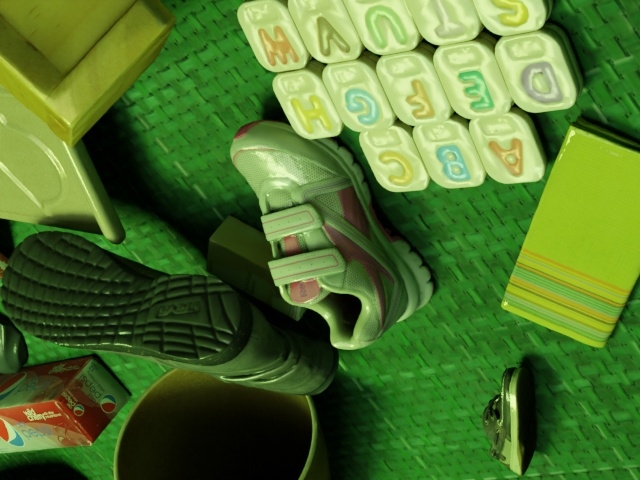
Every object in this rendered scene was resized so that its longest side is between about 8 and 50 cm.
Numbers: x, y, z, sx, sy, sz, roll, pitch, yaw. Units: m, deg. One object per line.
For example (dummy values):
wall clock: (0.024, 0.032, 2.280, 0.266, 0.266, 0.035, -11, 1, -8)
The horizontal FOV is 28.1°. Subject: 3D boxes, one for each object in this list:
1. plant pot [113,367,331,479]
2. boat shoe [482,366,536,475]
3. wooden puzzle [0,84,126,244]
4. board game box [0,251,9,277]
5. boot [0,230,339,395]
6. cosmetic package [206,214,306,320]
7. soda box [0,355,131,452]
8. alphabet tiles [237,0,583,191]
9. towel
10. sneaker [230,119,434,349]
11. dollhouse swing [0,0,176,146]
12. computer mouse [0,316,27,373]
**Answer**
plant pot: (-0.083, 0.292, 1.494, 0.237, 0.237, 0.254, 14, 150, 28)
boat shoe: (0.184, 0.180, 1.274, 0.049, 0.056, 0.152, 12, 137, 22)
wooden puzzle: (-0.365, -0.159, 1.349, 0.347, 0.080, 0.322, 13, 137, 36)
board game box: (-0.513, -0.044, 1.574, 0.281, 0.027, 0.145, 30, 168, 10)
boot: (-0.166, 0.096, 1.372, 0.338, 0.118, 0.222, 17, 170, 32)
cosmetic package: (-0.059, 0.028, 1.322, 0.115, 0.041, 0.060, 27, 142, 13)
soda box: (-0.380, 0.227, 1.749, 0.263, 0.092, 0.083, -15, 118, 47)
alphabet tiles: (0.065, -0.155, 1.035, 0.284, 0.021, 0.278, -3, 126, 38)
towel: (0.227, 0.000, 1.082, 0.102, 0.021, 0.237, 23, 140, 10)
sneaker: (0.000, 0.000, 1.185, 0.252, 0.111, 0.103, 50, 141, -15)
dollhouse swing: (-0.221, -0.310, 1.017, 0.347, 0.305, 0.315, 43, 173, -8)
computer mouse: (-0.452, 0.099, 1.715, 0.071, 0.041, 0.242, 16, 137, 27)
